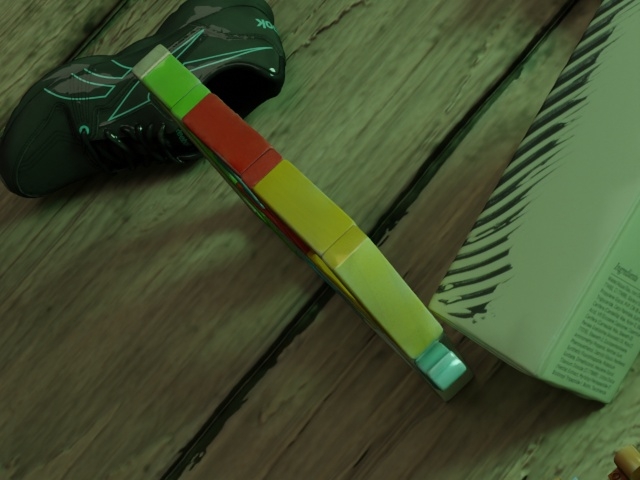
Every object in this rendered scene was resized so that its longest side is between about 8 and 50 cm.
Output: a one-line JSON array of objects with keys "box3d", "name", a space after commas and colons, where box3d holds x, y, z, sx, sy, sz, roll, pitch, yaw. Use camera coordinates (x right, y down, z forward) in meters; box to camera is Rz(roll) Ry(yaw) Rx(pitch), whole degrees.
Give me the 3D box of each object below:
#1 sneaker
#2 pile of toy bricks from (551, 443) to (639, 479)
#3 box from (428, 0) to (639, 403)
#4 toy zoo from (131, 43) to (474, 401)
[{"box3d": [-0.148, -0.107, 1.072, 0.267, 0.101, 0.106, -32, 53, 7], "name": "sneaker"}, {"box3d": [0.136, 0.192, 0.730, 0.212, 0.105, 0.118, -39, 51, 1], "name": "pile of toy bricks"}, {"box3d": [0.188, -0.044, 0.803, 0.094, 0.113, 0.275, 32, 94, 38], "name": "box"}, {"box3d": [0.000, 0.000, 0.867, 0.030, 0.192, 0.293, -44, 50, -3], "name": "toy zoo"}]
